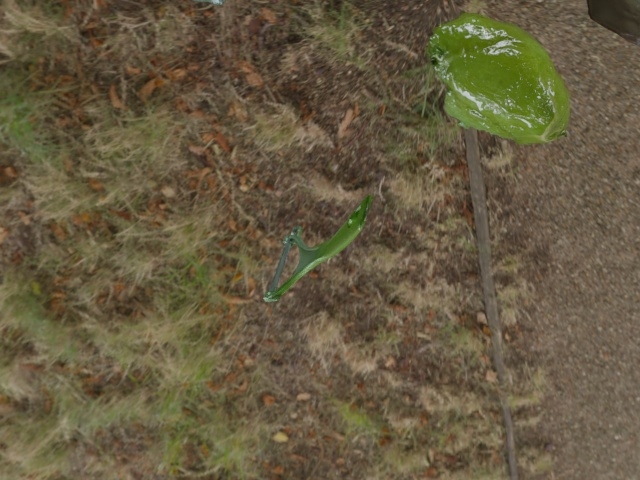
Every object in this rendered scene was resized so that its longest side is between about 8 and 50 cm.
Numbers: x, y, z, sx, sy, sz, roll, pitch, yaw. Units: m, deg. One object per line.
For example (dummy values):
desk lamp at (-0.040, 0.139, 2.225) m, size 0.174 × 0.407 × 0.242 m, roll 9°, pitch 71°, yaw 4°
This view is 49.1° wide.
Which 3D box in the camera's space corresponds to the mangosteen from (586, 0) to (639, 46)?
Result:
mangosteen at (0.391, -0.313, 0.663) m, size 0.288 × 0.233 × 0.287 m, roll -14°, pitch 133°, yaw -15°

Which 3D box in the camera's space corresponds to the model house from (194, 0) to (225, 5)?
model house at (-0.165, -0.470, 0.837) m, size 0.230 × 0.248 × 0.280 m, roll 18°, pitch 146°, yaw 26°

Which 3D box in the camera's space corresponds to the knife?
knife at (0.002, 0.001, 0.580) m, size 0.023 × 0.078 × 0.166 m, roll 23°, pitch 152°, yaw -22°

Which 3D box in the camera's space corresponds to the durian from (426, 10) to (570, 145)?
durian at (0.393, -0.340, 1.518) m, size 0.340 × 0.204 × 0.255 m, roll 23°, pitch 156°, yaw 14°
